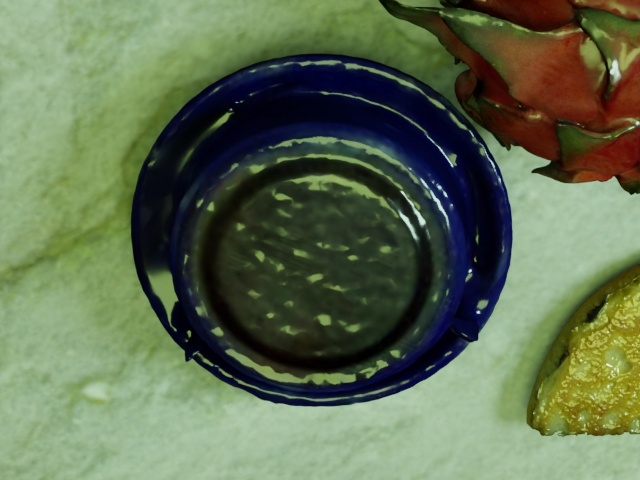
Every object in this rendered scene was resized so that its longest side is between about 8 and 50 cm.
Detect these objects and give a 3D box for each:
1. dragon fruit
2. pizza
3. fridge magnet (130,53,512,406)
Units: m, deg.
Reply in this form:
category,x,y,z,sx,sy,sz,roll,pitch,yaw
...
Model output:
category,x,y,z,sx,sy,sz,roll,pitch,yaw
dragon fruit,0.167,-0.138,1.247,0.274,0.192,0.193,40,102,-10
pizza,0.220,0.086,1.406,0.099,0.036,0.160,34,106,-11
fridge magnet,0.000,0.000,1.329,0.265,0.113,0.265,1,113,2
